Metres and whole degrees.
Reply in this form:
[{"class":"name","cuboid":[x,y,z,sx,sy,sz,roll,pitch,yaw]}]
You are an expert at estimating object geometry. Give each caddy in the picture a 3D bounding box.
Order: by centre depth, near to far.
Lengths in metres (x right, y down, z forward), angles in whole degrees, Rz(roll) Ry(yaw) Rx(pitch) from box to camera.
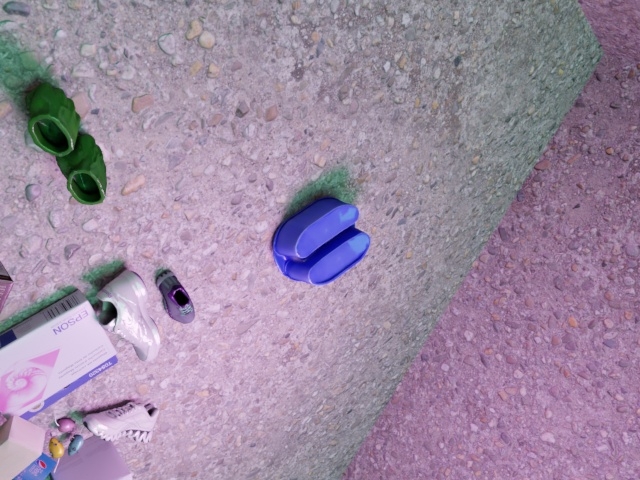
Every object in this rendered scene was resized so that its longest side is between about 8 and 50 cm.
[{"class":"caddy","cuboid":[0.000,0.000,2.044,0.341,0.179,0.242,-34,115,-23]}]

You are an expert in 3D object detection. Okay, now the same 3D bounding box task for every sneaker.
[{"class":"sneaker","cuboid":[-0.548,0.233,1.690,0.152,0.114,0.305,-38,132,-40]},{"class":"sneaker","cuboid":[-0.423,0.196,1.813,0.083,0.098,0.224,-38,139,-19]},{"class":"sneaker","cuboid":[-0.624,0.561,1.894,0.118,0.110,0.292,-60,151,-3]}]

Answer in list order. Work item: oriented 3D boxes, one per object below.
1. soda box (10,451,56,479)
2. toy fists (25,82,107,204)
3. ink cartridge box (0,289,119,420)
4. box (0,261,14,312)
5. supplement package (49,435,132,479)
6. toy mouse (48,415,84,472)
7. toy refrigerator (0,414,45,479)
[{"class":"soda box","cuboid":[-0.819,0.669,1.689,0.071,0.210,0.067,41,86,-7]},{"class":"toy fists","cuboid":[-0.557,-0.211,1.330,0.096,0.142,0.279,-15,136,3]},{"class":"ink cartridge box","cuboid":[-0.730,0.339,1.631,0.324,0.071,0.330,-34,137,-24]},{"class":"box","cuboid":[-0.806,0.123,1.301,0.167,0.168,0.203,16,105,-51]},{"class":"supplement package","cuboid":[-0.706,0.743,1.856,0.194,0.203,0.149,-23,133,-33]},{"class":"toy mouse","cuboid":[-0.745,0.585,1.795,0.143,0.031,0.161,-24,108,-62]},{"class":"toy refrigerator","cuboid":[-0.866,0.588,1.594,0.269,0.094,0.102,-40,123,10]}]
